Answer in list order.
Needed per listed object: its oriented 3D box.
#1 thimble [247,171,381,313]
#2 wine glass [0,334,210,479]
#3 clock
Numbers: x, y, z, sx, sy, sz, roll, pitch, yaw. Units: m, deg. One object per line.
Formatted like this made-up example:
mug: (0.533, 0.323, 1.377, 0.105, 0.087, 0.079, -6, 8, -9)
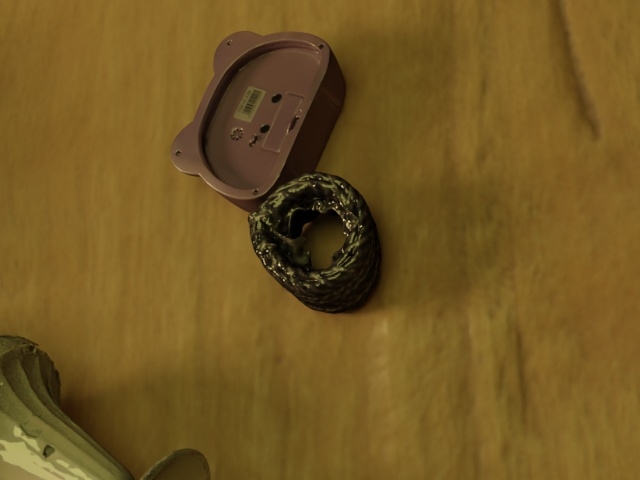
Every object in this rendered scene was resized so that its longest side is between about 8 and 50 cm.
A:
thimble: (0.002, 0.001, 1.506, 0.095, 0.066, 0.104, -48, 60, -2)
wine glass: (-0.196, 0.174, 1.459, 0.196, 0.165, 0.165, 21, 76, 25)
clock: (-0.049, -0.097, 1.582, 0.110, 0.050, 0.153, 16, 73, 28)
